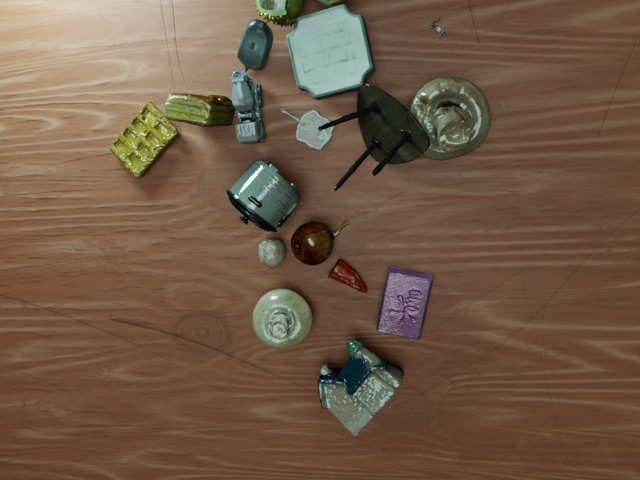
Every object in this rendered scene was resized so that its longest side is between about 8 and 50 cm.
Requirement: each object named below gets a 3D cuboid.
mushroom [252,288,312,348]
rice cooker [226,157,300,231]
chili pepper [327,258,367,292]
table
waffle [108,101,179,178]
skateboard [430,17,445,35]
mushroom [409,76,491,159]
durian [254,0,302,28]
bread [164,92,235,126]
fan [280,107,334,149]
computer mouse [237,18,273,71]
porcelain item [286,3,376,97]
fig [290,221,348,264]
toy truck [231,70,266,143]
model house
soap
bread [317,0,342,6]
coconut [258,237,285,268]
[{"bbox_3d":[-0.151,0.318,1.979,0.245,0.202,0.247,0,99,-2],"label":"mushroom"},{"bbox_3d":[-0.215,-0.156,1.848,0.241,0.280,0.227,40,89,-4],"label":"rice cooker"},{"bbox_3d":[0.119,0.155,1.974,0.168,0.065,0.088,35,106,-4],"label":"chili pepper"},{"bbox_3d":[0.141,-0.332,1.675,0.249,0.317,0.317,-40,96,-25],"label":"table"},{"bbox_3d":[-0.694,-0.394,1.968,0.274,0.057,0.168,-43,94,15],"label":"waffle"},{"bbox_3d":[0.412,-0.736,1.716,0.063,0.083,0.032,40,104,-3],"label":"skateboard"},{"bbox_3d":[0.437,-0.407,1.680,0.292,0.290,0.293,2,108,6],"label":"mushroom"},{"bbox_3d":[-0.128,-0.865,1.719,0.172,0.166,0.307,25,75,-7],"label":"durian"},{"bbox_3d":[-0.434,-0.483,1.821,0.184,0.234,0.111,13,107,7],"label":"bread"},{"bbox_3d":[-0.058,-0.442,1.889,0.219,0.009,0.132,31,103,-1],"label":"fan"},{"bbox_3d":[-0.231,-0.707,1.796,0.113,0.068,0.229,29,146,-8],"label":"computer mouse"},{"bbox_3d":[0.040,-0.655,1.750,0.285,0.157,0.282,-13,100,11],"label":"porcelain item"},{"bbox_3d":[-0.006,0.004,1.925,0.175,0.207,0.175,19,116,44],"label":"fig"},{"bbox_3d":[-0.277,-0.488,1.843,0.107,0.140,0.257,-3,102,8],"label":"toy truck"},{"bbox_3d":[0.141,0.560,1.979,0.284,0.243,0.299,38,101,7],"label":"model house"},{"bbox_3d":[0.329,0.243,1.950,0.180,0.081,0.260,12,104,6],"label":"soap"},{"bbox_3d":[0.037,-0.922,1.623,0.238,0.196,0.252,8,69,42],"label":"bread"},{"bbox_3d":[-0.196,0.054,1.973,0.110,0.110,0.125,2,96,8],"label":"coconut"}]
